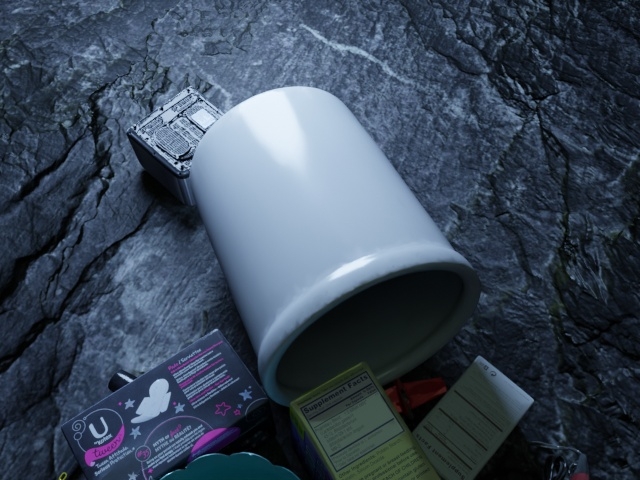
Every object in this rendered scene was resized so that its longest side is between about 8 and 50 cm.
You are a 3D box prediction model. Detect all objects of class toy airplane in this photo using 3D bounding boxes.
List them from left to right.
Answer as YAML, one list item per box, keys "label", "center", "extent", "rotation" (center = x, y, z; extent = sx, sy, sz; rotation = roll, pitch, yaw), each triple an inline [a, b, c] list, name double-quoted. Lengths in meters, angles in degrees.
- label: "toy airplane"
  center: [0.126, 0.227, 1.036]
  extent: [0.151, 0.028, 0.151]
  rotation: [0, 60, 0]

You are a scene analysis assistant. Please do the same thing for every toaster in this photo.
- label: "toaster"
  center: [-0.238, -0.177, 1.219]
  extent: [0.185, 0.110, 0.168]
  rotation: [39, 66, 20]

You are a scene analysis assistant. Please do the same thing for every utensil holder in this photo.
- label: "utensil holder"
  center: [0.000, 0.000, 0.984]
  extent: [0.327, 0.328, 0.385]
  rotation: [-20, 56, -13]

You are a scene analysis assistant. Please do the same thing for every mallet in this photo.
- label: "mallet"
  center: [-0.345, 0.284, 0.991]
  extent: [0.062, 0.039, 0.190]
  rotation: [34, 68, 18]

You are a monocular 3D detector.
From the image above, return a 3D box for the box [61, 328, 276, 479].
- label: "box"
  center: [-0.206, 0.271, 0.925]
  extent: [0.247, 0.163, 0.142]
  rotation: [-31, 61, -18]

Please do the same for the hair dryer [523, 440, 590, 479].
- label: "hair dryer"
  center: [0.324, 0.357, 0.839]
  extent: [0.223, 0.080, 0.293]
  rotation: [-30, 23, -19]

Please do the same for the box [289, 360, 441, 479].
- label: "box"
  center: [0.066, 0.323, 0.869]
  extent: [0.117, 0.213, 0.243]
  rotation: [-25, 63, -16]

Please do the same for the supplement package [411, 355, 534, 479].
- label: "supplement package"
  center: [0.213, 0.282, 0.961]
  extent: [0.105, 0.105, 0.179]
  rotation: [40, 66, 20]

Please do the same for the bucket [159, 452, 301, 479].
- label: "bucket"
  center: [-0.109, 0.424, 0.825]
  extent: [0.281, 0.183, 0.281]
  rotation: [1, 59, -2]
